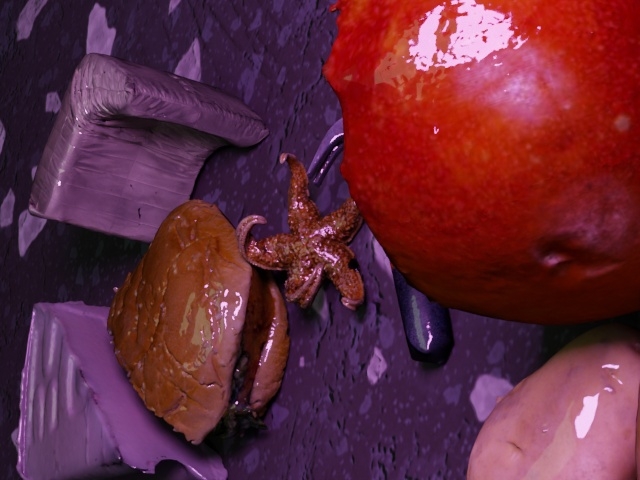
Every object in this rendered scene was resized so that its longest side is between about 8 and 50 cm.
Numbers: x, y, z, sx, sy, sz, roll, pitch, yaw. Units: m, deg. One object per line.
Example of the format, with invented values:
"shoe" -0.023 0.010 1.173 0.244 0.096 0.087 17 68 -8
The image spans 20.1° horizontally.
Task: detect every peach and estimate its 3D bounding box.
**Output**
"peach" 0.195 -0.109 1.439 0.310 0.406 0.335 -12 55 25

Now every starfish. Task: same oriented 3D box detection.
"starfish" 0.000 0.001 1.922 0.146 0.074 0.190 -50 58 7

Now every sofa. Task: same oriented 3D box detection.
"sofa" -0.211 -0.094 2.166 0.176 0.210 0.225 39 108 53

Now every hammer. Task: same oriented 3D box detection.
"hammer" 0.073 -0.007 1.820 0.137 0.037 0.289 -20 64 12

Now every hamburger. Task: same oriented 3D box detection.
"hamburger" -0.132 0.077 2.051 0.211 0.132 0.309 -61 35 27

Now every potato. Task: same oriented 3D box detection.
"potato" 0.202 0.183 1.511 0.235 0.128 0.161 -48 47 29

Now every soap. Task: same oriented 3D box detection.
"soap" -0.232 0.173 2.151 0.302 0.159 0.257 -17 63 52

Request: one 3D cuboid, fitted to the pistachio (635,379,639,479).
"pistachio" 0.316 0.123 1.334 0.213 0.163 0.260 -71 -4 -84
